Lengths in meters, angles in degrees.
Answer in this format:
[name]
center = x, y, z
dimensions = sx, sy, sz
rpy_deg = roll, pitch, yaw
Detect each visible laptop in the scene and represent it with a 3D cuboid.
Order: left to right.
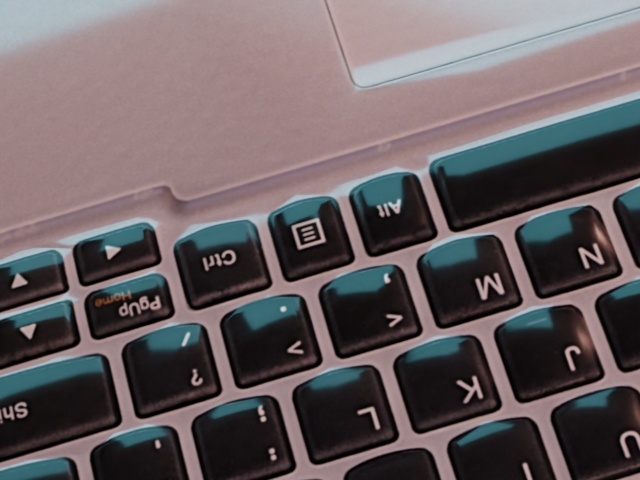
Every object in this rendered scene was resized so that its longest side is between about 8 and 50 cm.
[laptop]
center = 0.064, 0.001, 0.275
dimensions = 0.382, 0.407, 0.236
rpy_deg = -16, -28, -1
